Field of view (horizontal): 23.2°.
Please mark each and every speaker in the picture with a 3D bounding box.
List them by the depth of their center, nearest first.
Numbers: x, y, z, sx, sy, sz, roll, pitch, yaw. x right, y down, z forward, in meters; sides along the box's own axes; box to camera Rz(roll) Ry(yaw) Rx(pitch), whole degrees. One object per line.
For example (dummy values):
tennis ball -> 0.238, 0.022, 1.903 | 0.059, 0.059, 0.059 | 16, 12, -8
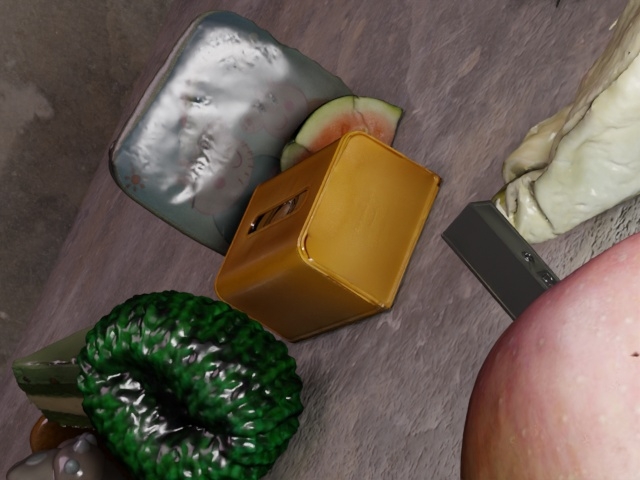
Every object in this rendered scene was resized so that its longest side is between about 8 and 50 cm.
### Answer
speaker -> 0.183, 0.048, 1.331 | 0.040, 0.191, 0.046 | -8, -37, -54

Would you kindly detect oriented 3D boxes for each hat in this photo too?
hat -> -0.131, 0.169, 1.955 | 0.242, 0.274, 0.332 | -41, -5, 20

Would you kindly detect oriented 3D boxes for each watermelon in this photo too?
watermelon -> 0.010, -0.126, 2.132 | 0.193, 0.145, 0.137 | -55, 23, 15

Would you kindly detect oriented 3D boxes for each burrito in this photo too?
burrito -> 0.278, -0.117, 1.394 | 0.332, 0.135, 0.190 | -54, 10, 29

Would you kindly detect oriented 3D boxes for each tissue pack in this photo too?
tissue pack -> 0.000, 0.000, 1.960 | 0.274, 0.145, 0.194 | -27, 38, 61

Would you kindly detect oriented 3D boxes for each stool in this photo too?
stool -> -0.135, -0.155, 2.303 | 0.310, 0.310, 0.226 | -57, 17, 0

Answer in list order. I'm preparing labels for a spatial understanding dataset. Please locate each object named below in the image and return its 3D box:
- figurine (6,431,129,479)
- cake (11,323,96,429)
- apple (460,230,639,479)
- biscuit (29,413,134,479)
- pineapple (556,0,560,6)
figurine -> -0.368, 0.455, 2.180 | 0.248, 0.203, 0.380 | 132, 151, -80
cake -> -0.279, 0.176, 2.234 | 0.284, 0.158, 0.172 | -1, 39, 31
apple -> 0.226, 0.131, 0.910 | 0.306, 0.306, 0.235 | -44, 47, 41
biscuit -> -0.342, 0.298, 2.345 | 0.295, 0.186, 0.044 | -51, 21, 9
pineapple -> 0.255, -0.353, 1.896 | 0.125, 0.125, 0.251 | -58, 21, 6
